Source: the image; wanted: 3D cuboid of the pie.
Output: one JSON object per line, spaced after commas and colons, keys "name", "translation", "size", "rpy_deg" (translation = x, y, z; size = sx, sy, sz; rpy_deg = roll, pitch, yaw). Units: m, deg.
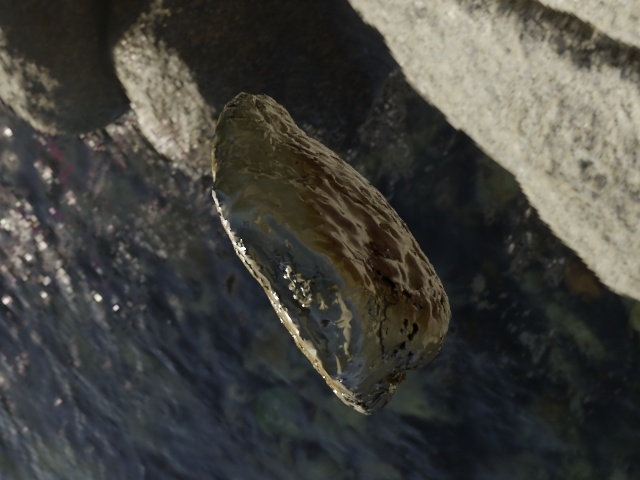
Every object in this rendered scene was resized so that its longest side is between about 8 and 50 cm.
{"name": "pie", "translation": [0.000, 0.000, 0.503], "size": [0.079, 0.193, 0.163], "rpy_deg": [-35, 125, 10]}
